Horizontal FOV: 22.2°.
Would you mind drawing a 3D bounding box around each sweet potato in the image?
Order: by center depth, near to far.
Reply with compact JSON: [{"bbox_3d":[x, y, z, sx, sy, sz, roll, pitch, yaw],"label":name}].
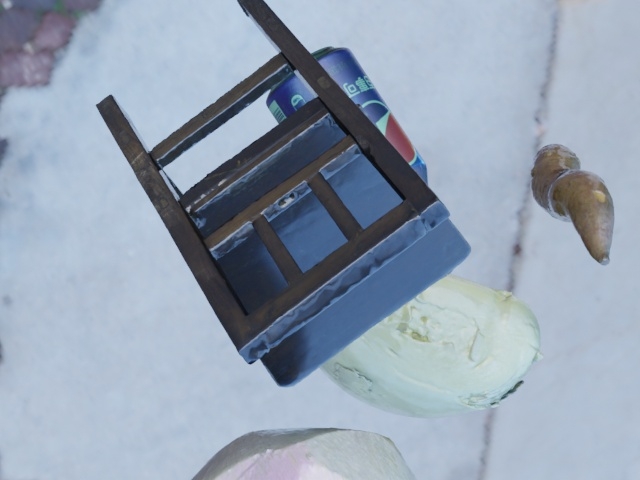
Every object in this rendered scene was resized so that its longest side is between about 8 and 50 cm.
[{"bbox_3d":[0.258,-0.046,1.676,0.059,0.281,0.067,25,101,-7],"label":"sweet potato"}]

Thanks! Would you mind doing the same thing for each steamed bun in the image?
[{"bbox_3d":[0.092,0.107,1.757,0.273,0.232,0.166,17,90,-10],"label":"steamed bun"}]

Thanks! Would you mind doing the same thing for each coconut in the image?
[{"bbox_3d":[-0.012,0.247,1.278,0.227,0.230,0.227,-22,157,-10],"label":"coconut"}]

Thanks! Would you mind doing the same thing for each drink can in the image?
[{"bbox_3d":[0.033,-0.112,1.842,0.118,0.205,0.118,-33,175,-3],"label":"drink can"}]

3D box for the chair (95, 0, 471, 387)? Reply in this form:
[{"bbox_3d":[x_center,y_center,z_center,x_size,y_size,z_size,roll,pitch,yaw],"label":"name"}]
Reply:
[{"bbox_3d":[0.000,0.000,1.336,0.203,0.416,0.240,-35,126,0],"label":"chair"}]
